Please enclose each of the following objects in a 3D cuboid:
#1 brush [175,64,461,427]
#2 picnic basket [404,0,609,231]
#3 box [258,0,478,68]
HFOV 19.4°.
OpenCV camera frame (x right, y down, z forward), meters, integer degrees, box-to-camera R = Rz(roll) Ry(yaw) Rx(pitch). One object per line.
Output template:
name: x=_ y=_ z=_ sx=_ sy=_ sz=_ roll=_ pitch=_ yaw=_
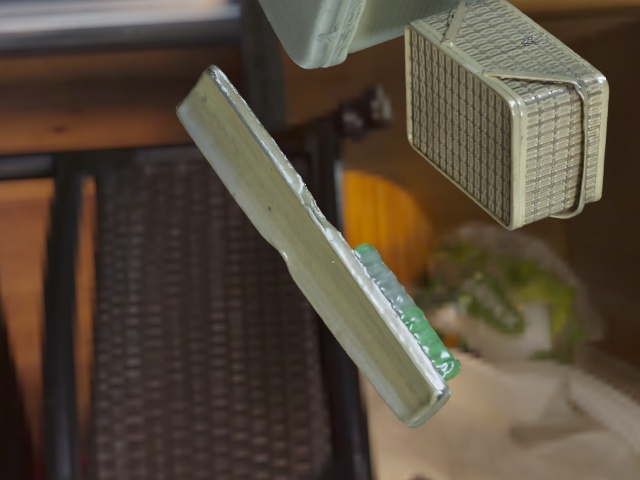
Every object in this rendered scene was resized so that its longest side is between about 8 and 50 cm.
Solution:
brush: x=0.000 y=0.000 z=1.269 sx=0.282 sy=0.048 sz=0.054 roll=53 pitch=-50 yaw=13
picnic basket: x=0.131 y=-0.094 z=1.355 sx=0.164 sy=0.079 sz=0.115 roll=45 pitch=-32 yaw=47
box: x=0.129 y=-0.321 z=1.468 sx=0.352 sy=0.344 sz=0.177 roll=111 pitch=-42 yaw=-62
